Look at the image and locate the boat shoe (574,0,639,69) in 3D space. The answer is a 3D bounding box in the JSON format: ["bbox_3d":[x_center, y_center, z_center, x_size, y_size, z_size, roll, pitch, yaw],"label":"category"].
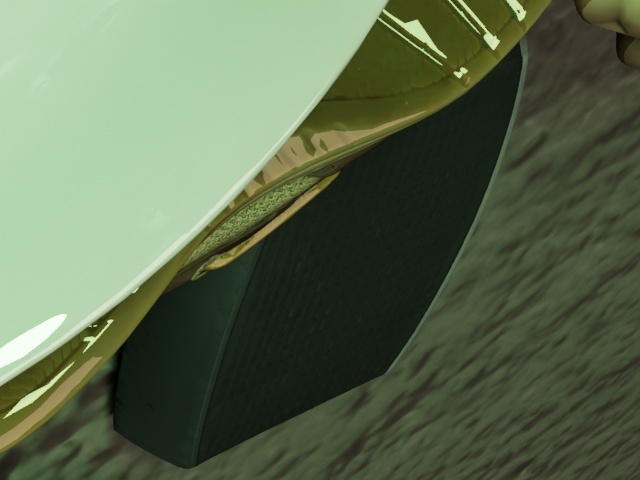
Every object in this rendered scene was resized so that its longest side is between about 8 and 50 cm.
[{"bbox_3d":[0.185,-0.111,0.777,0.341,0.110,0.121,-25,132,-71],"label":"boat shoe"}]

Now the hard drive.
[{"bbox_3d":[0.000,0.000,0.870,0.172,0.054,0.254,-23,150,-32],"label":"hard drive"}]

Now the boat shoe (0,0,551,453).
[{"bbox_3d":[-0.045,-0.052,0.683,0.342,0.123,0.123,-45,-172,-15],"label":"boat shoe"}]

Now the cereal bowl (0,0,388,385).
[{"bbox_3d":[-0.133,-0.089,0.434,0.339,0.141,0.339,-32,155,-17],"label":"cereal bowl"}]
